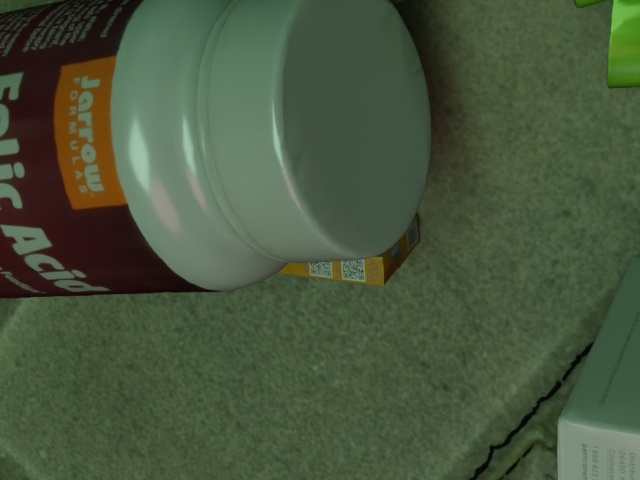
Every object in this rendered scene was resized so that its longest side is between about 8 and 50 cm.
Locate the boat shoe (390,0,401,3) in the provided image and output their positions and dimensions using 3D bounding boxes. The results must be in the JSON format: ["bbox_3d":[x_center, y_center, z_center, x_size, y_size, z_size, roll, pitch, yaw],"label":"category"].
[{"bbox_3d":[0.059,-0.307,0.963,0.103,0.092,0.285,5,108,-5],"label":"boat shoe"}]

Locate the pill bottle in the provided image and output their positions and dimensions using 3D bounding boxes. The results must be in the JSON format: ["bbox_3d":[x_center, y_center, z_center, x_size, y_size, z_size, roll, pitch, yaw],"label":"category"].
[{"bbox_3d":[-0.133,-0.071,1.023,0.392,0.224,0.224,-4,105,35],"label":"pill bottle"}]

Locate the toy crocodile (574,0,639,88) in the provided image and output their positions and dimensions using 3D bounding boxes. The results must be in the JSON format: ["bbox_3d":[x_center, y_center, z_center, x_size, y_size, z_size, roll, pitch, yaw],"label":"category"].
[{"bbox_3d":[0.190,-0.264,0.918,0.115,0.105,0.340,-16,98,9],"label":"toy crocodile"}]

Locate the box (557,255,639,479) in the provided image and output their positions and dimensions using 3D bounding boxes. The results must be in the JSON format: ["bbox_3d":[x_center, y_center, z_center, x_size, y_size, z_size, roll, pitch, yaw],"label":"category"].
[{"bbox_3d":[0.346,0.149,0.900,0.345,0.215,0.168,7,121,23],"label":"box"}]

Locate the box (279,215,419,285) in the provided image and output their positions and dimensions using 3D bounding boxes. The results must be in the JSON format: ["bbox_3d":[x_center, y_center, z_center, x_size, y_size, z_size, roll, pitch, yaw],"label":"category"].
[{"bbox_3d":[0.000,0.000,1.096,0.136,0.081,0.028,8,117,21],"label":"box"}]
